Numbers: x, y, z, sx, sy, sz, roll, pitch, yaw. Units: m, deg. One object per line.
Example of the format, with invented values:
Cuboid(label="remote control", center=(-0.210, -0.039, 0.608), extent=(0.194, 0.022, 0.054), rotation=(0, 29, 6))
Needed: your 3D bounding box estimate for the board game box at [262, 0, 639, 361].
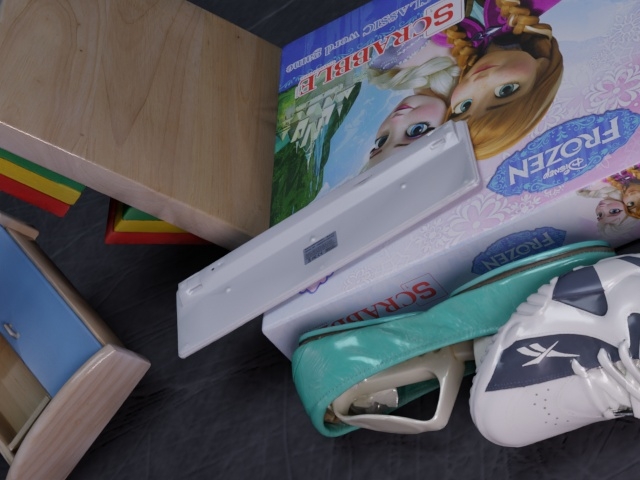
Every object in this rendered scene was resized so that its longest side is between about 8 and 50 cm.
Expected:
Cuboid(label="board game box", center=(0.109, -0.089, 1.336), extent=(0.319, 0.066, 0.318), rotation=(-25, 39, 24))

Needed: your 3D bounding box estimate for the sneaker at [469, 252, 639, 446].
Cuboid(label="sneaker", center=(0.199, 0.078, 1.051), extent=(0.235, 0.094, 0.153), rotation=(-25, 29, 8))

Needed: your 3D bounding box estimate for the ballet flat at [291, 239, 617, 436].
Cuboid(label="ballet flat", center=(0.092, 0.076, 1.188), extent=(0.247, 0.083, 0.087), rotation=(-21, 65, 29))

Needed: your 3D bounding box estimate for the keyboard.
Cuboid(label="keyboard", center=(0.000, 0.000, 1.287), extent=(0.256, 0.014, 0.072), rotation=(-31, 42, 19))

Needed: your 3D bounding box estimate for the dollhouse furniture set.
Cuboid(label="dollhouse furniture set", center=(-0.338, 0.085, 1.348), extent=(0.286, 0.303, 0.198), rotation=(-53, 50, 8))

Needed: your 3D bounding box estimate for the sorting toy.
Cuboid(label="sorting toy", center=(-0.158, -0.101, 1.472), extent=(0.089, 0.255, 0.257), rotation=(-51, 25, 35))
